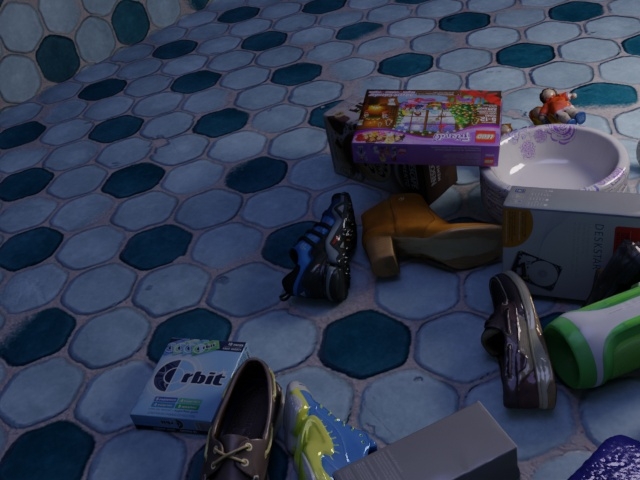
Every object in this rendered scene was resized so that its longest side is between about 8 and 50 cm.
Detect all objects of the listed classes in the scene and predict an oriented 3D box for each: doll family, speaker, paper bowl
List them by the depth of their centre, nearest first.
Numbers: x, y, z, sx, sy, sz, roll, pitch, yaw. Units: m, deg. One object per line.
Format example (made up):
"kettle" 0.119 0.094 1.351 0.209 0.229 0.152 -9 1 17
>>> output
"speaker" 0.514 0.133 1.167 0.297 0.131 0.131 -19 37 -8
"paper bowl" 0.468 -0.108 1.484 0.284 0.148 0.284 -9 37 7
"doll family" 0.487 -0.243 1.713 0.263 0.118 0.163 -32 43 4

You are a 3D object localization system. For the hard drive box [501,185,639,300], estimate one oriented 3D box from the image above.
"hard drive box" 0.446 0.007 1.303 0.232 0.181 0.089 5 30 24

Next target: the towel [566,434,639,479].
"towel" 0.460 0.370 0.902 0.308 0.076 0.228 23 30 39

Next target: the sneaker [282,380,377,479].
"sneaker" 0.015 0.311 1.138 0.126 0.091 0.240 0 34 -13

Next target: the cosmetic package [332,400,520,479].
"cosmetic package" 0.149 0.336 1.011 0.238 0.127 0.107 -23 38 -16

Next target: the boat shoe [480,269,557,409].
"boat shoe" 0.313 0.158 1.219 0.092 0.102 0.285 -6 42 1

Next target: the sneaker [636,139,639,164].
"sneaker" 0.774 -0.160 1.529 0.095 0.090 0.235 -22 39 -33

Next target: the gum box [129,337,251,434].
"gum box" -0.226 0.254 1.304 0.157 0.041 0.184 1 37 18

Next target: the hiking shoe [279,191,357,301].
"hiking shoe" 0.000 0.000 1.512 0.132 0.113 0.304 -2 38 13

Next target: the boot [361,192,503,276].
"boot" 0.226 -0.034 1.498 0.295 0.104 0.211 -12 36 9

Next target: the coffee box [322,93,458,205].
"coffee box" 0.160 -0.214 1.703 0.297 0.168 0.119 24 51 40

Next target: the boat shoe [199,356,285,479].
"boat shoe" -0.126 0.325 1.132 0.117 0.096 0.324 -2 38 14

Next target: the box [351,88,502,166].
"box" 0.226 -0.239 1.529 0.294 0.057 0.200 3 45 13

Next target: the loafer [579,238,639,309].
"loafer" 0.487 0.071 1.234 0.062 0.170 0.061 2 44 -38
